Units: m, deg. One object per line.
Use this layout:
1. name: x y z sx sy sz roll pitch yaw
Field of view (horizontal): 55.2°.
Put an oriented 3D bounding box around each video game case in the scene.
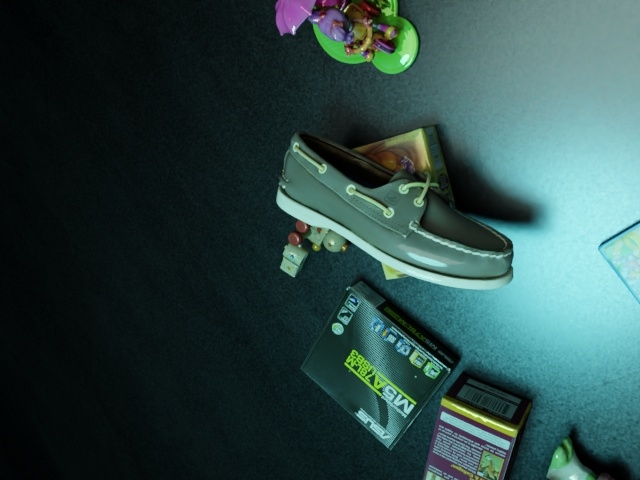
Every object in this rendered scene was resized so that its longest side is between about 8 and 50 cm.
1. video game case: 0.409 0.044 0.674 0.119 0.015 0.166 -40 82 35

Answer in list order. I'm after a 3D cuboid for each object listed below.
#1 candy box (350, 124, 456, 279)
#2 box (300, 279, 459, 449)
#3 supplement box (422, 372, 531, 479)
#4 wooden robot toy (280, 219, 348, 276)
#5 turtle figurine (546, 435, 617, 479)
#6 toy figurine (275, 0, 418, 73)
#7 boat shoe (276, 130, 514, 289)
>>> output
1. candy box: 0.119 -0.048 0.814 0.109 0.053 0.187 -12 99 35
2. box: 0.082 0.186 0.917 0.190 0.045 0.184 39 120 18
3. supplement box: 0.210 0.296 0.844 0.104 0.080 0.188 19 114 27
4. wooden robot toy: 0.000 0.000 0.900 0.079 0.076 0.173 34 122 7
5. turtle figurine: 0.371 0.335 0.676 0.266 0.274 0.198 26 90 31
6. toy figurine: 0.019 -0.267 0.745 0.173 0.159 0.130 45 124 13
7. boat shoe: 0.085 -0.043 0.738 0.324 0.116 0.097 26 120 30
